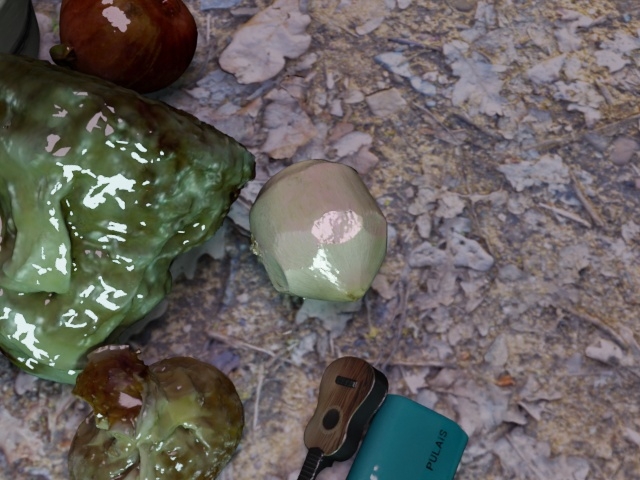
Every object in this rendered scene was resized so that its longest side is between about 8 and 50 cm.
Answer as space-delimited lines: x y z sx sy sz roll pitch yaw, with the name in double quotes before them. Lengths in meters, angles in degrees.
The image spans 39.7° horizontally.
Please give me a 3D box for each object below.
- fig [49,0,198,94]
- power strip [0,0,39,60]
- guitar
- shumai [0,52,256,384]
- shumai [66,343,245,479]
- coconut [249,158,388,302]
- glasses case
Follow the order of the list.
"fig" -0.278 -0.285 1.223 0.205 0.205 0.205 2 61 -3
"power strip" -0.583 -0.311 1.223 0.357 0.161 0.357 1 62 -2
"guitar" -0.006 0.259 1.006 0.084 0.038 0.271 3 59 50
"shumai" -0.276 -0.013 1.022 0.395 0.395 0.348 16 87 5
"shumai" -0.188 0.202 0.978 0.209 0.153 0.161 -22 58 -13
"coconut" 0.000 0.000 1.094 0.171 0.171 0.183 -15 61 -12
"glasses case" 0.062 0.323 0.972 0.117 0.070 0.301 23 61 8
